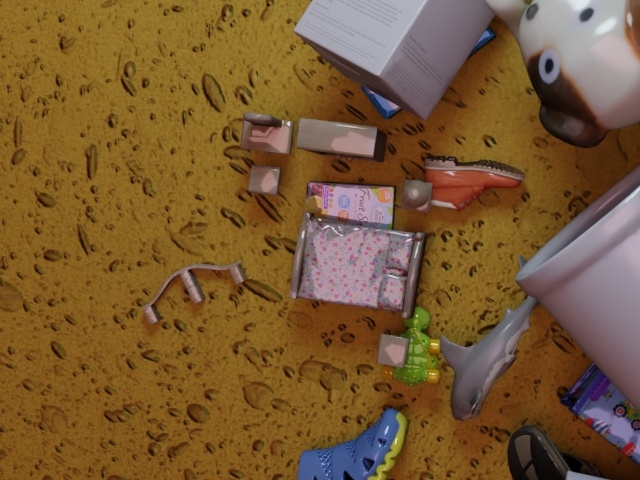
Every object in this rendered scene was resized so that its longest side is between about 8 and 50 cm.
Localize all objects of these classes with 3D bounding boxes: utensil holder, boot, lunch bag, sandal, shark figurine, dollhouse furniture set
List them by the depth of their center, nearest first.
[{"bbox_3d":[0.514,0.092,1.617,0.328,0.327,0.385,-41,86,13],"label":"utensil holder"},{"bbox_3d":[0.000,0.000,1.799,0.303,0.174,0.355,9,92,10],"label":"dollhouse furniture set"},{"bbox_3d":[0.550,0.208,1.816,0.221,0.138,0.293,38,90,5],"label":"lunch bag"},{"bbox_3d":[0.250,0.158,1.835,0.116,0.166,0.278,33,101,15],"label":"shark figurine"},{"bbox_3d":[0.239,-0.085,1.853,0.158,0.059,0.084,5,102,18],"label":"boot"},{"bbox_3d":[0.409,0.401,1.876,0.303,0.086,0.120,47,146,-9],"label":"sandal"},{"bbox_3d":[0.019,0.388,1.928,0.138,0.126,0.317,41,101,7],"label":"sandal"}]

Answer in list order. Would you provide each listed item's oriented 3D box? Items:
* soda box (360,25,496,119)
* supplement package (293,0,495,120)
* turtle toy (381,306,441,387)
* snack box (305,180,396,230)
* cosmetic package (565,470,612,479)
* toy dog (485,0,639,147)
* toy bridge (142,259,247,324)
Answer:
[{"bbox_3d":[0.166,-0.275,1.828,0.210,0.071,0.067,-38,90,13],"label":"soda box"},{"bbox_3d":[0.137,-0.357,1.712,0.177,0.175,0.293,34,92,33],"label":"supplement package"},{"bbox_3d":[0.150,0.171,1.897,0.095,0.066,0.130,6,98,10],"label":"turtle toy"},{"bbox_3d":[0.047,-0.042,1.900,0.141,0.037,0.100,4,98,10],"label":"snack box"},{"bbox_3d":[0.479,0.542,1.807,0.285,0.097,0.377,10,124,7],"label":"cosmetic package"},{"bbox_3d":[0.396,-0.270,1.583,0.285,0.408,0.395,-39,89,35],"label":"toy dog"},{"bbox_3d":[-0.213,0.074,1.970,0.188,0.026,0.063,-26,92,12],"label":"toy bridge"}]
